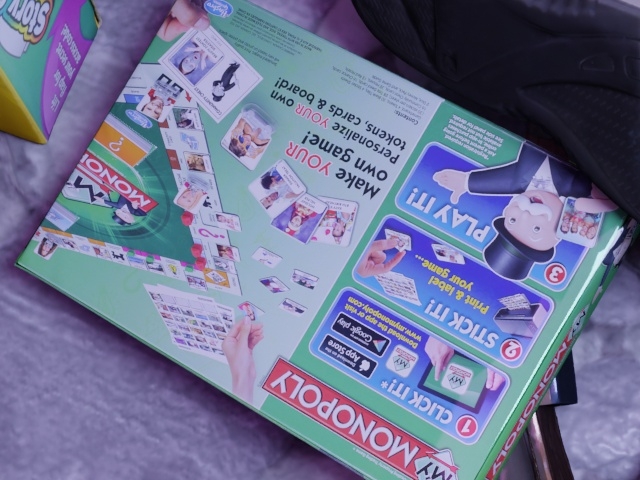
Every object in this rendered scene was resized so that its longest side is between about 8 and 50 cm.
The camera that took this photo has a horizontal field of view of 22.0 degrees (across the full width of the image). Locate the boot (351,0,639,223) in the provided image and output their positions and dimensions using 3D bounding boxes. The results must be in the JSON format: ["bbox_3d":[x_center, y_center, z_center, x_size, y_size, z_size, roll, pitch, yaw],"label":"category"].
[{"bbox_3d":[0.231,-0.145,0.927,0.284,0.138,0.377,-36,51,-29],"label":"boot"}]

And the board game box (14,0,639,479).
[{"bbox_3d":[0.000,0.000,0.968,0.317,0.046,0.213,29,86,22],"label":"board game box"}]

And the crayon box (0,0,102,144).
[{"bbox_3d":[-0.310,-0.202,0.916,0.313,0.363,0.106,19,77,7],"label":"crayon box"}]

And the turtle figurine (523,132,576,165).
[{"bbox_3d":[0.230,-0.043,0.990,0.217,0.087,0.269,8,79,7],"label":"turtle figurine"}]

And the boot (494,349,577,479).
[{"bbox_3d":[0.096,0.147,0.967,0.106,0.082,0.219,-5,74,20],"label":"boot"}]
